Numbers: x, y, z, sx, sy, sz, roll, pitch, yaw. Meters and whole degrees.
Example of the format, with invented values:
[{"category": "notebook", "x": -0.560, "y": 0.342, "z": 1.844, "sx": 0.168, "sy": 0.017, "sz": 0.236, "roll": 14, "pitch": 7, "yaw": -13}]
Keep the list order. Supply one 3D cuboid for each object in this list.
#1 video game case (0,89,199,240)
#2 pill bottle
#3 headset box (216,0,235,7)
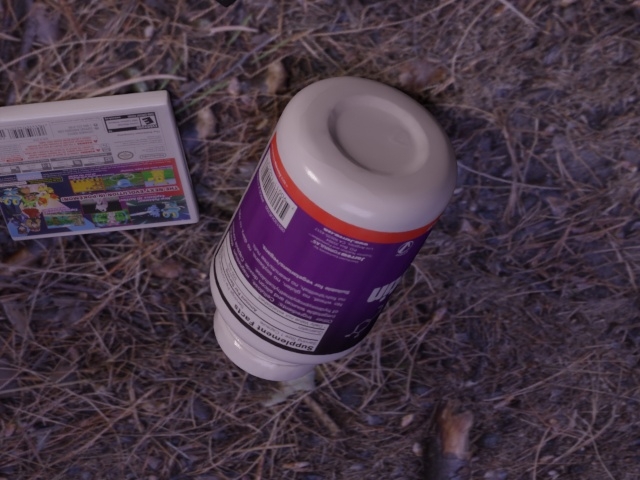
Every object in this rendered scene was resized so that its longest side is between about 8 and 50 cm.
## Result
[{"category": "video game case", "x": -0.237, "y": -0.074, "z": 1.947, "sx": 0.201, "sy": 0.023, "sz": 0.183, "roll": -6, "pitch": 139, "yaw": 4}, {"category": "pill bottle", "x": 0.000, "y": 0.000, "z": 1.915, "sx": 0.182, "sy": 0.181, "sz": 0.323, "roll": 12, "pitch": 138, "yaw": -15}, {"category": "headset box", "x": -0.050, "y": -0.354, "z": 1.553, "sx": 0.293, "sy": 0.110, "sz": 0.218, "roll": -32, "pitch": 130, "yaw": 31}]
